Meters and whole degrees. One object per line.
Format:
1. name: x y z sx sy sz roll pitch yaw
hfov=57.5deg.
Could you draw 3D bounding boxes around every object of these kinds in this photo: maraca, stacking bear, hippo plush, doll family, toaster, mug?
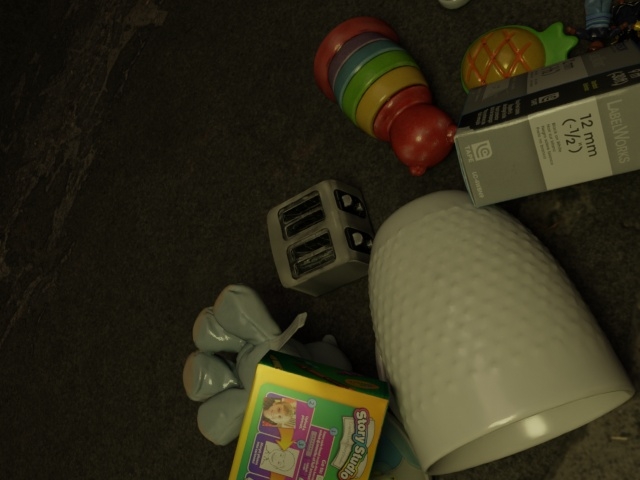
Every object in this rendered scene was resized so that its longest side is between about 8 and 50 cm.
1. maraca: 0.312 -0.282 0.931 0.185 0.099 0.127 2 95 36
2. stacking bear: 0.125 -0.242 1.020 0.175 0.164 0.289 -43 63 17
3. hippo plush: -0.059 0.193 0.973 0.294 0.236 0.234 -32 62 30
4. doll family: 0.472 -0.325 0.862 0.193 0.076 0.111 0 82 38
5. toaster: 0.000 0.000 1.059 0.185 0.110 0.168 -25 64 26
6. mug: 0.188 0.135 0.831 0.374 0.276 0.328 -57 43 46

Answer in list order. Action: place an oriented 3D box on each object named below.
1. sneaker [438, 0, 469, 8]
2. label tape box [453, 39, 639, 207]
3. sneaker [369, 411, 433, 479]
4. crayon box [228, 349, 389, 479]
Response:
1. sneaker: 0.278 -0.541 1.029 0.094 0.091 0.258 34 97 35
2. label tape box: 0.367 -0.175 0.766 0.347 0.249 0.115 -15 111 26
3. sneaker: 0.086 0.400 0.824 0.127 0.208 0.319 -27 70 22
4. crayon box: -0.027 0.296 0.727 0.165 0.081 0.278 15 90 5
